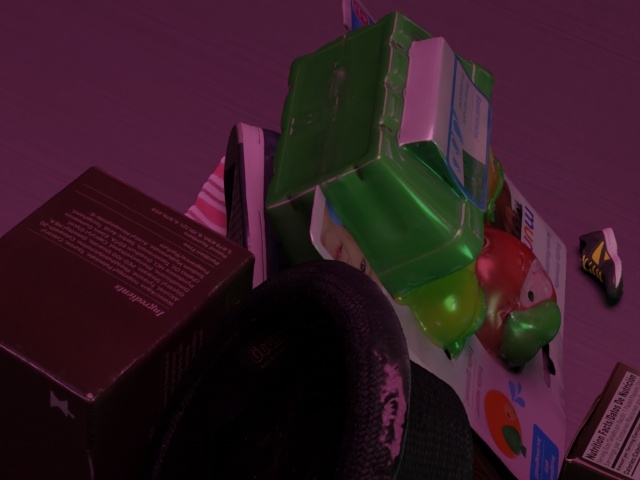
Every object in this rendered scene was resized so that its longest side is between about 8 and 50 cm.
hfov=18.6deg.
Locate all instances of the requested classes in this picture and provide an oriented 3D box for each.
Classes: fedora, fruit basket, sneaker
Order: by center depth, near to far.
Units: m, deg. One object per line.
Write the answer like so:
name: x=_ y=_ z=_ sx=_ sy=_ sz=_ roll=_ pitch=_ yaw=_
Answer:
fedora: x=0.001 y=0.186 z=1.384 sx=0.152 sy=0.334 sz=0.334 roll=20 pitch=36 yaw=-30
fruit basket: x=0.115 y=-0.001 z=1.574 sx=0.353 sy=0.165 sz=0.327 roll=43 pitch=35 yaw=-27
sneaker: x=0.001 y=-0.002 z=1.667 sx=0.163 sy=0.086 sz=0.226 roll=11 pitch=48 yaw=-13
sneaker: x=0.251 y=0.023 z=1.758 sx=0.035 sy=0.031 sz=0.083 roll=-7 pitch=39 yaw=3

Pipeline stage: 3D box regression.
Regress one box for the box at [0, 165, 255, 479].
box: x=-0.178 y=0.084 z=1.523 sx=0.167 sy=0.168 sz=0.203 roll=29 pitch=47 yaw=21

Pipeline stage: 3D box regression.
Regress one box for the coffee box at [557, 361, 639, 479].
coffee box: x=0.318 y=0.233 z=1.441 sx=0.297 sy=0.168 sz=0.119 roll=22 pitch=45 yaw=15

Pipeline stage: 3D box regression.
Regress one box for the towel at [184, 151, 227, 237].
towel: x=-0.040 y=-0.029 z=1.765 sx=0.144 sy=0.029 sz=0.197 roll=19 pitch=44 yaw=11

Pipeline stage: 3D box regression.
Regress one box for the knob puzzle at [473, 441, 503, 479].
knob puzzle: x=0.072 y=0.211 z=1.528 sx=0.213 sy=0.030 sz=0.213 roll=5 pitch=43 yaw=-4
